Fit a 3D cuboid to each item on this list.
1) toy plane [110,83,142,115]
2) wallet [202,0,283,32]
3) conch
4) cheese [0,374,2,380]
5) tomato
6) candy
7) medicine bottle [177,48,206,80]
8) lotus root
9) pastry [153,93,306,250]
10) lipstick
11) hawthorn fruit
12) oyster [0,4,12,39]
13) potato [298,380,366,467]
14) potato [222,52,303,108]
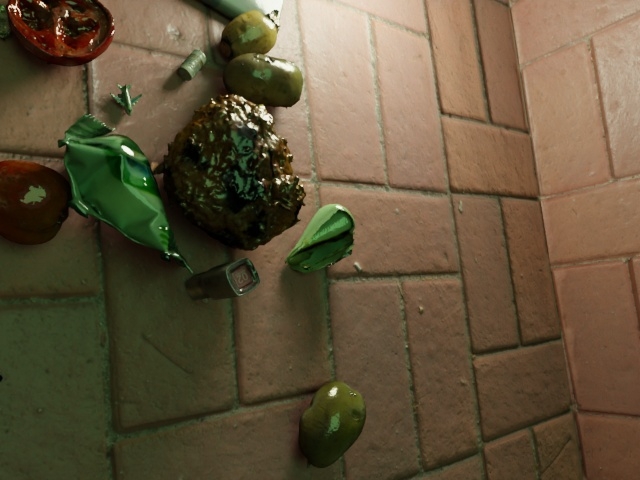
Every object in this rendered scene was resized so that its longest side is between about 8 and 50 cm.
[{"bbox_3d":[-0.496,-0.359,1.335,0.080,0.033,0.083,-11,94,-39],"label":"toy plane"},{"bbox_3d":[-0.262,-0.796,1.576,0.360,0.083,0.252,20,74,-34],"label":"wallet"},{"bbox_3d":[0.018,0.003,1.587,0.143,0.137,0.250,42,59,-25],"label":"conch"},{"bbox_3d":[-0.701,0.332,1.033,0.086,0.036,0.162,44,58,-19],"label":"cheese"},{"bbox_3d":[-0.615,-0.502,1.234,0.228,0.101,0.227,13,65,-30],"label":"tomato"},{"bbox_3d":[-0.422,-0.086,1.204,0.172,0.263,0.398,-38,106,0],"label":"candy"},{"bbox_3d":[-0.358,-0.489,1.457,0.047,0.047,0.083,42,59,-24],"label":"medicine bottle"},{"bbox_3d":[-0.197,-0.613,1.548,0.221,0.118,0.125,-35,141,-16],"label":"lotus root"},{"bbox_3d":[-0.228,-0.159,1.341,0.337,0.292,0.405,-32,110,-27],"label":"pastry"},{"bbox_3d":[-0.252,0.102,1.286,0.079,0.253,0.077,-33,102,-38],"label":"lipstick"},{"bbox_3d":[-0.624,-0.082,1.096,0.189,0.189,0.189,9,76,-36],"label":"hawthorn fruit"},{"bbox_3d":[-0.733,-0.497,1.190,0.054,0.019,0.083,-20,91,-40],"label":"oyster"},{"bbox_3d":[0.028,0.526,1.479,0.174,0.159,0.251,35,68,0],"label":"potato"},{"bbox_3d":[-0.161,-0.467,1.533,0.262,0.165,0.164,-13,89,-45],"label":"potato"}]
